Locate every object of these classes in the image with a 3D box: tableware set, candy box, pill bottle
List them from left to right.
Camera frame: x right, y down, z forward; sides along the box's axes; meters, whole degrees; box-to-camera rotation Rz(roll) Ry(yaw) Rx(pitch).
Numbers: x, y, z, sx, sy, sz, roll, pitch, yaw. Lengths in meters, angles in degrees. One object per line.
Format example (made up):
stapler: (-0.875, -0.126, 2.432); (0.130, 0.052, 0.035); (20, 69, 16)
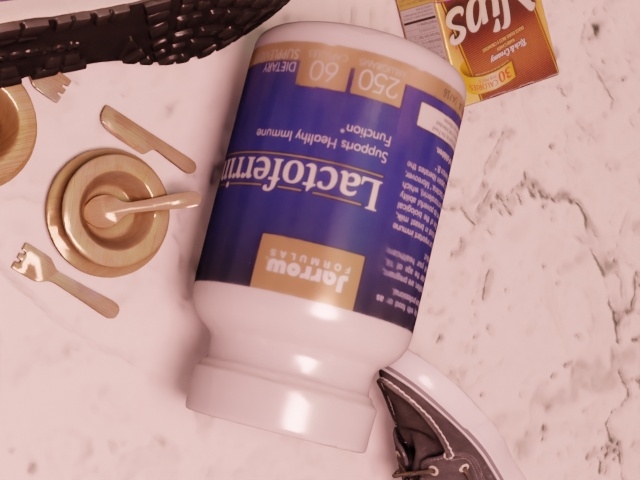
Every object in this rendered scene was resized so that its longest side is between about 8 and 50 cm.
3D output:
tableware set: (-0.175, -0.045, 0.764); (0.194, 0.039, 0.128); (34, 73, -27)
pill bottle: (0.000, 0.000, 0.804); (0.153, 0.153, 0.265); (18, 80, -30)
candy box: (0.114, -0.204, 0.934); (0.109, 0.053, 0.187); (-22, 102, -30)

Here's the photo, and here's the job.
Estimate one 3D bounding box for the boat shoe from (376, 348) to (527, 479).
boat shoe: (0.092, 0.168, 0.891); (0.076, 0.080, 0.228); (-47, 133, -14)

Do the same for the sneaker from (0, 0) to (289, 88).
sneaker: (-0.139, -0.182, 0.753); (0.283, 0.107, 0.124); (-15, 79, -40)
